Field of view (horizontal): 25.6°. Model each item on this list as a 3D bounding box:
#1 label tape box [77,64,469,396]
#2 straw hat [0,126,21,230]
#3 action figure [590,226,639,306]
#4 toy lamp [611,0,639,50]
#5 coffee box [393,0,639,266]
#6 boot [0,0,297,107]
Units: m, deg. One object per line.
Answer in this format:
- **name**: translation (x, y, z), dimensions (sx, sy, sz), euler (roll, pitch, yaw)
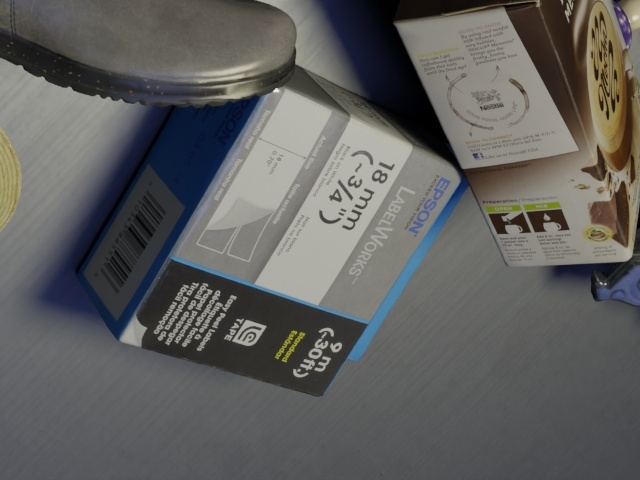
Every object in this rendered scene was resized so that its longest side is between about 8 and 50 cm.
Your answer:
- **label tape box**: translation (0.000, 0.000, 1.199), dimensions (0.333, 0.106, 0.240), euler (20, 107, -40)
- **straw hat**: translation (-0.274, -0.028, 1.030), dimensions (0.144, 0.061, 0.144), euler (-17, 128, -23)
- **action figure**: translation (0.442, -0.038, 1.423), dimensions (0.341, 0.178, 0.330), euler (6, 123, -8)
- **toy lamp**: translation (0.359, -0.250, 1.290), dimensions (0.274, 0.080, 0.080), euler (-27, 130, -14)
- **coffee box**: translation (0.177, -0.135, 1.166), dimensions (0.297, 0.119, 0.168), euler (58, 37, -43)
- **boot**: translation (-0.155, -0.216, 0.907), dimensions (0.338, 0.118, 0.223), euler (5, 117, -20)
